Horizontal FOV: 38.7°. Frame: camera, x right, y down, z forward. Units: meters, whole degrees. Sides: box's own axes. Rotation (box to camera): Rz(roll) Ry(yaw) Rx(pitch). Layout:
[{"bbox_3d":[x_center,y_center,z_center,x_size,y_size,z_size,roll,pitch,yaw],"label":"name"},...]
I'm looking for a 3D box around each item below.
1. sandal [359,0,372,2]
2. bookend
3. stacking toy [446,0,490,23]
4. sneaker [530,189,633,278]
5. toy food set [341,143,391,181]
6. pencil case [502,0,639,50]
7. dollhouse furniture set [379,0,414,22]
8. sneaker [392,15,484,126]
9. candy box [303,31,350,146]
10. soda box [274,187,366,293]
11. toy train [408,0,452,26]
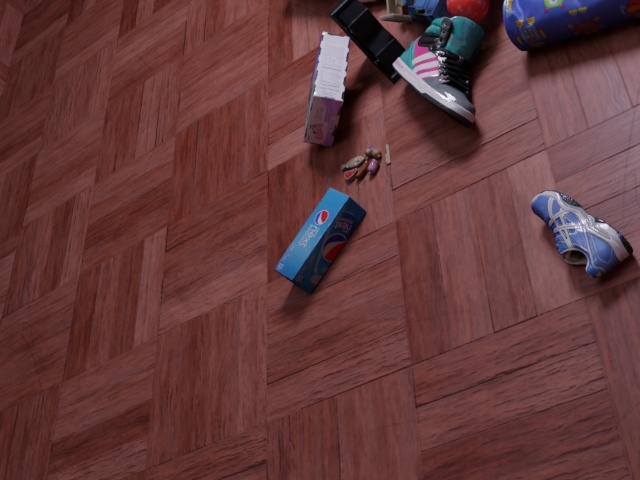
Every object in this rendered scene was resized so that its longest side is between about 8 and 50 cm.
[{"bbox_3d":[0.085,-0.712,2.318,0.169,0.102,0.416,-50,38,2],"label":"sandal"},{"bbox_3d":[0.117,-0.457,2.057,0.072,0.156,0.157,-43,41,9],"label":"bookend"},{"bbox_3d":[0.341,-0.594,1.951,0.141,0.141,0.330,-4,56,41],"label":"stacking toy"},{"bbox_3d":[0.412,-0.014,1.506,0.081,0.080,0.211,-46,39,1],"label":"sneaker"},{"bbox_3d":[0.094,-0.165,1.965,0.122,0.019,0.078,-27,45,26],"label":"toy food set"},{"bbox_3d":[0.499,-0.459,1.725,0.306,0.119,0.133,-11,78,37],"label":"pencil case"},{"bbox_3d":[0.212,-0.579,1.990,0.129,0.129,0.183,0,96,43],"label":"dollhouse furniture set"},{"bbox_3d":[0.275,-0.362,1.872,0.178,0.124,0.295,-52,38,15],"label":"sneaker"},{"bbox_3d":[0.014,-0.340,2.065,0.165,0.070,0.196,107,171,-57],"label":"candy box"},{"bbox_3d":[0.000,0.000,1.892,0.071,0.067,0.210,28,82,49],"label":"soda box"},{"bbox_3d":[0.237,-0.544,2.073,0.184,0.080,0.105,27,87,50],"label":"toy train"}]
